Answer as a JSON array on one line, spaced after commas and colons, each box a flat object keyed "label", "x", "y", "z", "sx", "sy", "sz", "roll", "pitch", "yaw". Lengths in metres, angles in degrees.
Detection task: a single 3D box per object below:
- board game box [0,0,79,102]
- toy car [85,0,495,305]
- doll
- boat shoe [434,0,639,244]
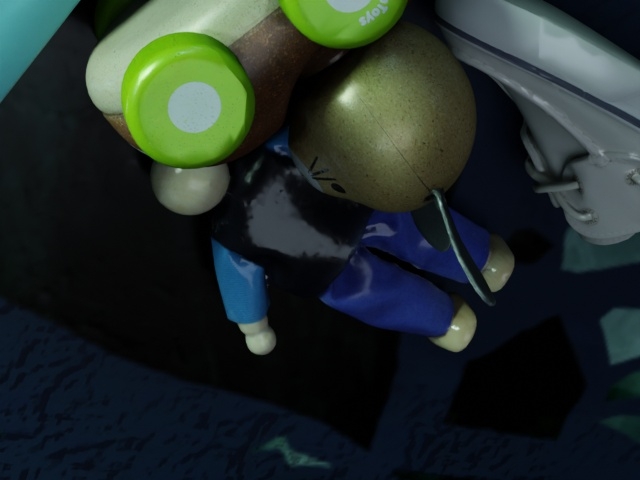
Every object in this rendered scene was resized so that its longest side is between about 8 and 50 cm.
[{"label": "board game box", "x": -0.181, "y": -0.194, "z": 0.779, "sx": 0.253, "sy": 0.079, "sz": 0.336, "roll": 33, "pitch": 102, "yaw": -31}, {"label": "toy car", "x": 0.006, "y": -0.050, "z": 0.860, "sx": 0.149, "sy": 0.155, "sz": 0.188, "roll": -38, "pitch": 112, "yaw": 3}, {"label": "doll", "x": 0.000, "y": 0.000, "z": 0.967, "sx": 0.189, "sy": 0.046, "sz": 0.129, "roll": 24, "pitch": 104, "yaw": -29}, {"label": "boat shoe", "x": 0.146, "y": -0.041, "z": 0.975, "sx": 0.267, "sy": 0.096, "sz": 0.088, "roll": 27, "pitch": 101, "yaw": -38}]
